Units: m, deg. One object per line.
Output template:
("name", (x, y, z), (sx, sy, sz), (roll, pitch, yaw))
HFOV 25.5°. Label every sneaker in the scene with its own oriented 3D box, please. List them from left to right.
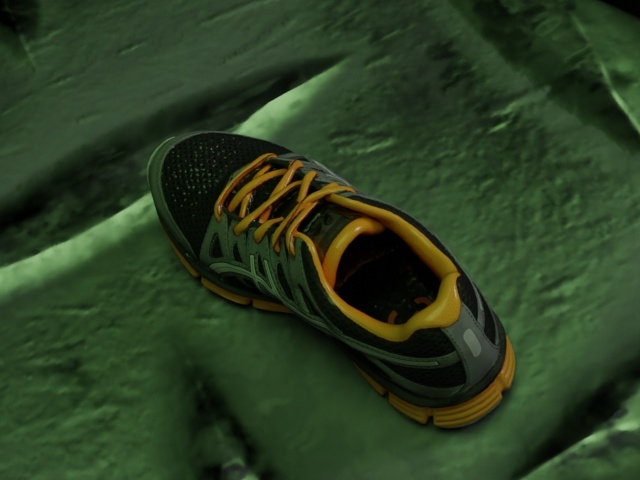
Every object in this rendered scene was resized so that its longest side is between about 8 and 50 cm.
("sneaker", (0.000, 0.000, 0.666), (0.215, 0.083, 0.084), (31, 73, 26))

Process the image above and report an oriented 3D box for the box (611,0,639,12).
("box", (0.260, -0.173, 0.724), (0.184, 0.045, 0.191), (29, 70, 34))
